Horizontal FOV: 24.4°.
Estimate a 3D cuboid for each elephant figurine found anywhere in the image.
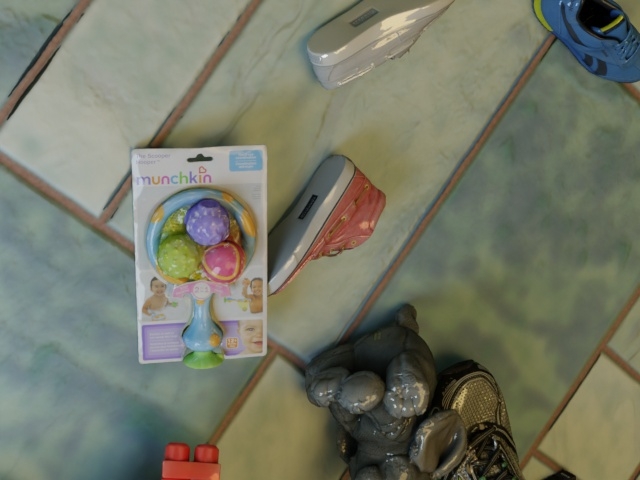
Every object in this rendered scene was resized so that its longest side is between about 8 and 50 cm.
[{"bbox_3d":[0.078,0.232,1.678,0.186,0.169,0.239,-22,113,-9],"label":"elephant figurine"}]

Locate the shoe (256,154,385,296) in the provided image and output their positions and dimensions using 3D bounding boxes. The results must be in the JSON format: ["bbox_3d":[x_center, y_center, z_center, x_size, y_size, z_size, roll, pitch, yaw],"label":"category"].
[{"bbox_3d":[0.000,0.000,1.593,0.081,0.063,0.178,39,81,-34],"label":"shoe"}]

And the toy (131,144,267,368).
[{"bbox_3d":[-0.119,0.024,1.503,0.137,0.056,0.237,-3,115,-9],"label":"toy"}]

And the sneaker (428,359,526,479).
[{"bbox_3d":[0.213,0.303,1.783,0.134,0.146,0.343,-23,106,-24],"label":"sneaker"}]

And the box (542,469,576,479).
[{"bbox_3d":[0.271,0.382,1.938,0.162,0.029,0.116,-19,116,-25],"label":"box"}]

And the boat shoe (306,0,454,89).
[{"bbox_3d":[0.070,-0.219,1.563,0.184,0.066,0.063,-36,137,-21],"label":"boat shoe"}]

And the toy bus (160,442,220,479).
[{"bbox_3d":[-0.168,0.311,1.498,0.220,0.149,0.211,1,82,-7],"label":"toy bus"}]

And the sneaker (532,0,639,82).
[{"bbox_3d":[0.335,-0.236,1.720,0.209,0.082,0.069,30,88,-39],"label":"sneaker"}]
